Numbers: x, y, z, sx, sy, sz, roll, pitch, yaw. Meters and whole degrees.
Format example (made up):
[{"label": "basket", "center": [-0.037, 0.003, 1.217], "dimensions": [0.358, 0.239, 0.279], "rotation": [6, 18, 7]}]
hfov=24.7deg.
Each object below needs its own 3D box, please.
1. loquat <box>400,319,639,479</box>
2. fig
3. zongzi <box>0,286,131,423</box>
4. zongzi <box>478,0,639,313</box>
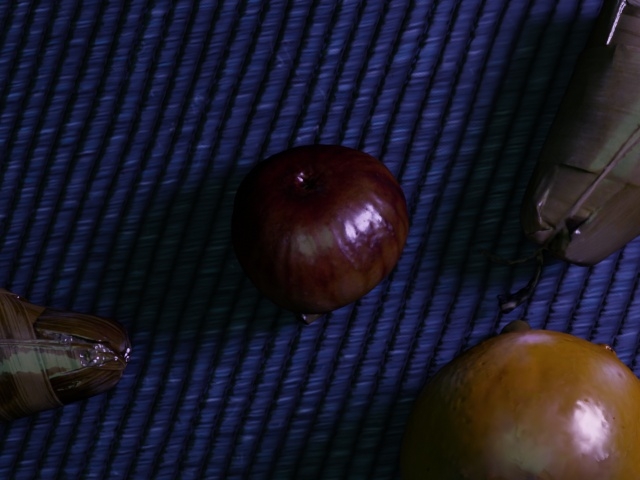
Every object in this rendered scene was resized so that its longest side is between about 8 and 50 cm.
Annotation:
[{"label": "loquat", "center": [0.263, 0.246, 1.809], "dimensions": [0.328, 0.328, 0.359], "rotation": [-5, 48, 7]}, {"label": "fig", "center": [-0.002, -0.014, 1.895], "dimensions": [0.235, 0.214, 0.235], "rotation": [-10, 67, 24]}, {"label": "zongzi", "center": [-0.418, 0.096, 1.977], "dimensions": [0.286, 0.134, 0.288], "rotation": [-16, 79, 0]}, {"label": "zongzi", "center": [0.438, -0.055, 1.820], "dimensions": [0.418, 0.181, 0.447], "rotation": [25, 93, 18]}]
